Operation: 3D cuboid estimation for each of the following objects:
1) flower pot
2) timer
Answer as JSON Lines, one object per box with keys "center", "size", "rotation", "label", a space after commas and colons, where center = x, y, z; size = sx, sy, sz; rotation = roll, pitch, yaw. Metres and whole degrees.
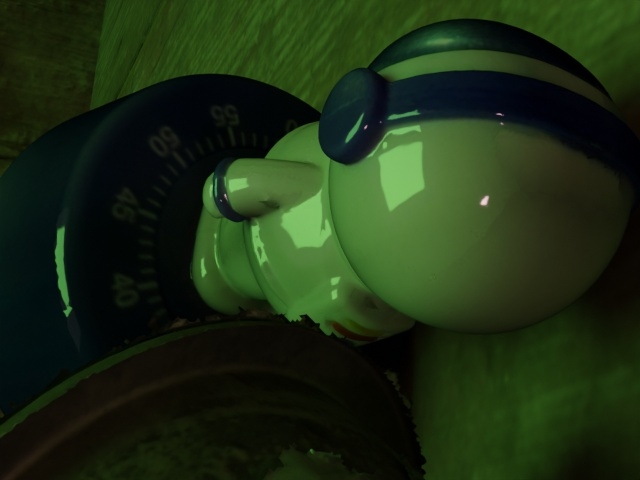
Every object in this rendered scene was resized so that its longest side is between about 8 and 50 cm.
{"center": [0.012, 0.191, 0.327], "size": [0.259, 0.290, 0.291], "rotation": [24, 103, 45], "label": "flower pot"}
{"center": [0.000, 0.000, 0.543], "size": [0.383, 0.270, 0.271], "rotation": [-21, 59, 51], "label": "timer"}
